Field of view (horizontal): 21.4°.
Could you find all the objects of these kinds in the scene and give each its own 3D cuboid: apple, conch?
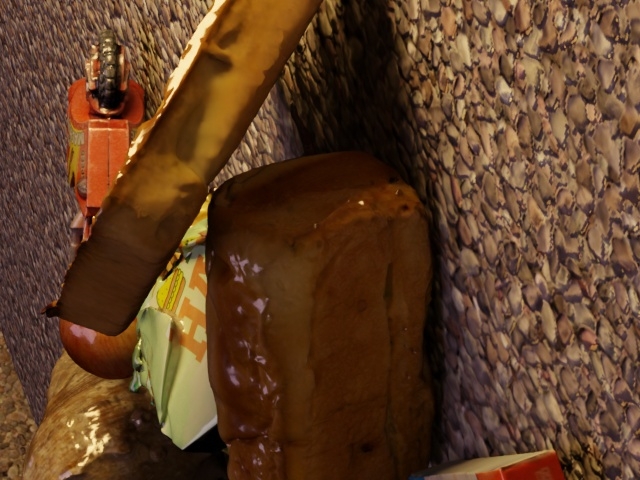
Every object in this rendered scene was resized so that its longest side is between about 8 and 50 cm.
[{"bbox_3d":[-0.212,0.080,1.745,0.126,0.126,0.102,52,176,48],"label":"apple"},{"bbox_3d":[-0.210,0.245,2.005,0.297,0.210,0.352,65,-154,-48],"label":"conch"}]

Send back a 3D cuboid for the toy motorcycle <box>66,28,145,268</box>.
[{"bbox_3d":[-0.233,-0.079,1.869,0.171,0.089,0.298,-178,89,-75],"label":"toy motorcycle"}]

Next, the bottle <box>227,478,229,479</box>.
[{"bbox_3d":[-0.067,0.286,1.775,0.330,0.093,0.093,135,117,-70],"label":"bottle"}]

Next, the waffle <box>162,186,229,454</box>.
[{"bbox_3d":[-0.122,0.091,1.789,0.329,0.062,0.329,170,90,-71],"label":"waffle"}]

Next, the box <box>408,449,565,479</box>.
[{"bbox_3d":[0.149,0.284,1.187,0.265,0.048,0.273,134,118,-77],"label":"box"}]

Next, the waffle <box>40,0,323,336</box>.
[{"bbox_3d":[-0.100,-0.081,1.291,0.077,0.304,0.348,29,161,-5],"label":"waffle"}]

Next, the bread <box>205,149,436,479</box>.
[{"bbox_3d":[-0.004,0.078,1.299,0.132,0.167,0.294,-132,31,-53],"label":"bread"}]

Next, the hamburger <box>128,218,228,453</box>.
[{"bbox_3d":[-0.094,0.091,1.573,0.235,0.125,0.214,-52,50,37],"label":"hamburger"}]

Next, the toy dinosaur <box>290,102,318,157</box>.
[{"bbox_3d":[0.000,0.000,1.405,0.242,0.053,0.167,94,151,-46],"label":"toy dinosaur"}]
